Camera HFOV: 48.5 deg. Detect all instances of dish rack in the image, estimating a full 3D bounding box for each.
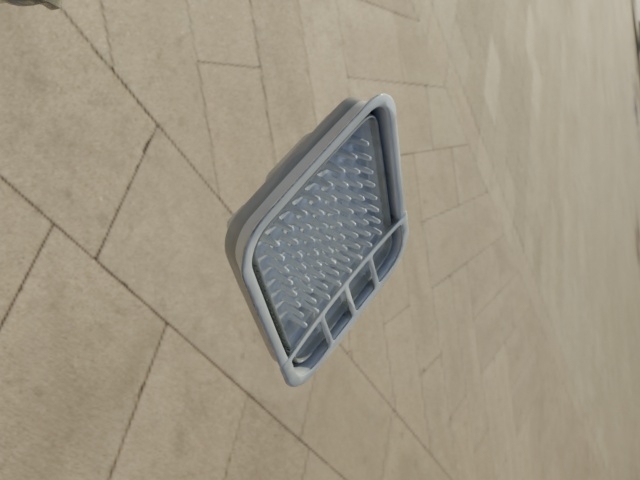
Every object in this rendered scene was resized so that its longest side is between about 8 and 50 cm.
[{"bbox_3d":[0.000,0.000,0.879,0.285,0.072,0.333,-49,150,-24],"label":"dish rack"}]

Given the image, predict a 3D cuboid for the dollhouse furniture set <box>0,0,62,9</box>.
[{"bbox_3d":[-0.180,-0.182,0.318,0.161,0.182,0.101,30,72,-54],"label":"dollhouse furniture set"}]
